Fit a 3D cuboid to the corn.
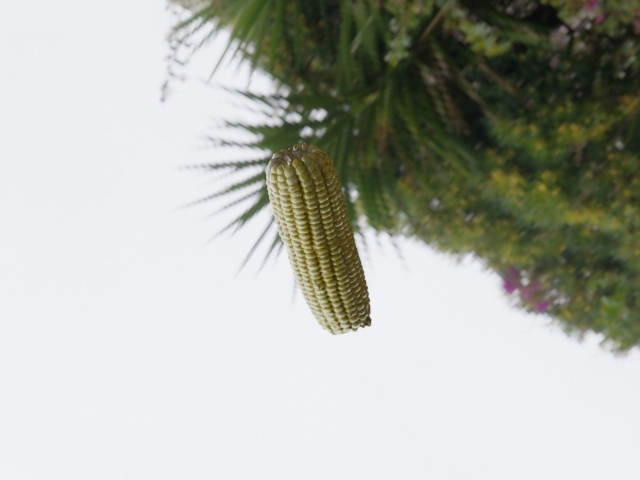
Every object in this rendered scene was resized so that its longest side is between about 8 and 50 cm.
[{"bbox_3d":[0.000,0.000,1.258,0.063,0.085,0.165,-23,-71,-16],"label":"corn"}]
